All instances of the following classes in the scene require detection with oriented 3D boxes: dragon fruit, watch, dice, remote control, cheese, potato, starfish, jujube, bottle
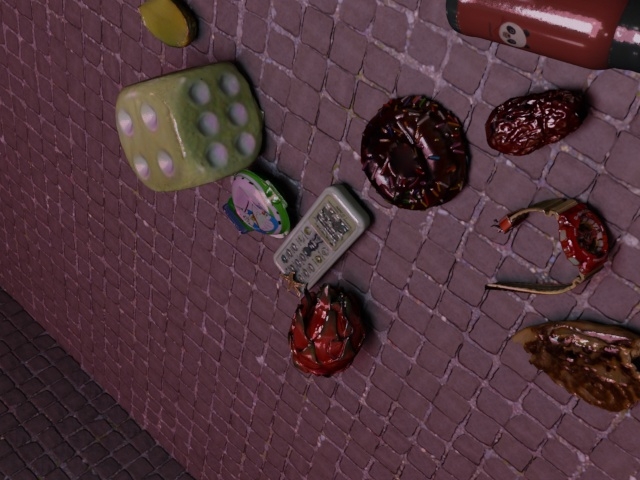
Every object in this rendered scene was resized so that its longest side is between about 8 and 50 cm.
[{"bbox_3d":[0.015,0.205,1.720,0.193,0.192,0.274,33,132,19],"label":"dragon fruit"},{"bbox_3d":[0.385,0.016,1.314,0.268,0.102,0.165,-7,103,57],"label":"watch"},{"bbox_3d":[-0.300,-0.265,1.680,0.249,0.254,0.252,3,115,44],"label":"dice"},{"bbox_3d":[0.000,0.000,1.696,0.128,0.065,0.335,52,140,9],"label":"remote control"},{"bbox_3d":[-0.165,-0.079,1.794,0.204,0.083,0.320,53,152,-7],"label":"cheese"},{"bbox_3d":[-0.354,-0.523,1.727,0.198,0.054,0.119,22,129,41],"label":"potato"},{"bbox_3d":[-0.072,0.098,1.773,0.086,0.016,0.092,37,147,22],"label":"starfish"},{"bbox_3d":[0.354,-0.193,1.199,0.166,0.104,0.104,-8,109,33],"label":"jujube"},{"bbox_3d":[0.359,-0.329,1.068,0.336,0.144,0.144,28,132,28],"label":"bottle"}]

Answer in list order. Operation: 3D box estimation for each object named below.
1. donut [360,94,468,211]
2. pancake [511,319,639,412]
[{"bbox_3d":[0.169,-0.161,1.407,0.235,0.089,0.235,27,132,34],"label":"donut"},{"bbox_3d":[0.494,0.208,1.345,0.257,0.056,0.212,34,142,15],"label":"pancake"}]
